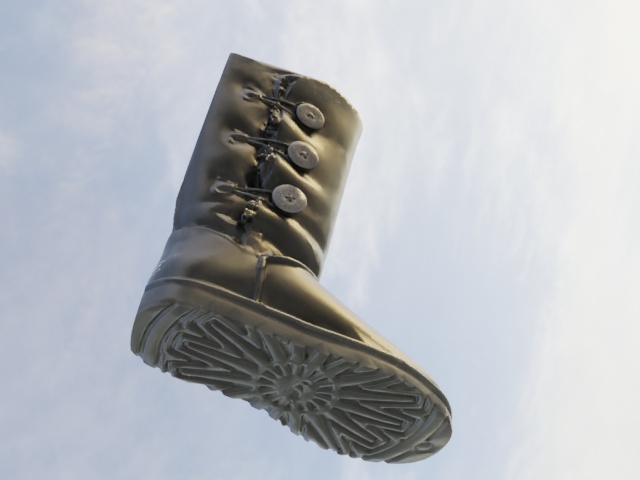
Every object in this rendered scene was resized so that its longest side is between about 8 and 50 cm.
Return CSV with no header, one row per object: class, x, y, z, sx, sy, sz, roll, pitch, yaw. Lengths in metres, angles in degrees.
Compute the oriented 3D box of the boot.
boot,-0.002,-0.001,0.918,0.367,0.146,0.445,31,-143,-20
